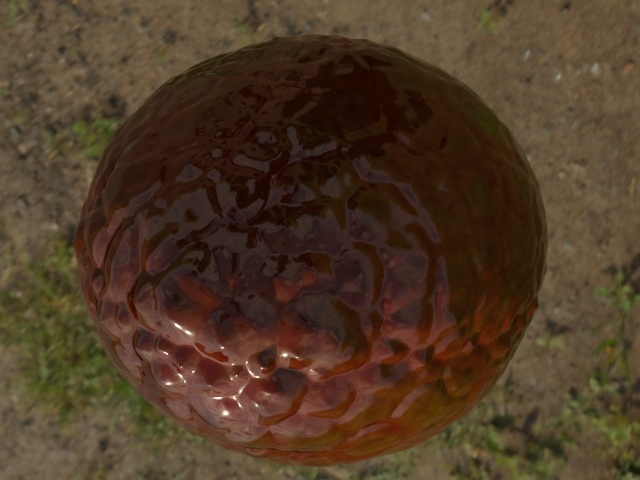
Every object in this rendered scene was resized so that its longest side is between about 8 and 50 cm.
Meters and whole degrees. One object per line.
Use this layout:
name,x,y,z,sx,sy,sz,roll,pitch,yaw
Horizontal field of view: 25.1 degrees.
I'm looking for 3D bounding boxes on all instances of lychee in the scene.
lychee,0.000,0.000,0.795,0.255,0.300,0.255,10,127,13
